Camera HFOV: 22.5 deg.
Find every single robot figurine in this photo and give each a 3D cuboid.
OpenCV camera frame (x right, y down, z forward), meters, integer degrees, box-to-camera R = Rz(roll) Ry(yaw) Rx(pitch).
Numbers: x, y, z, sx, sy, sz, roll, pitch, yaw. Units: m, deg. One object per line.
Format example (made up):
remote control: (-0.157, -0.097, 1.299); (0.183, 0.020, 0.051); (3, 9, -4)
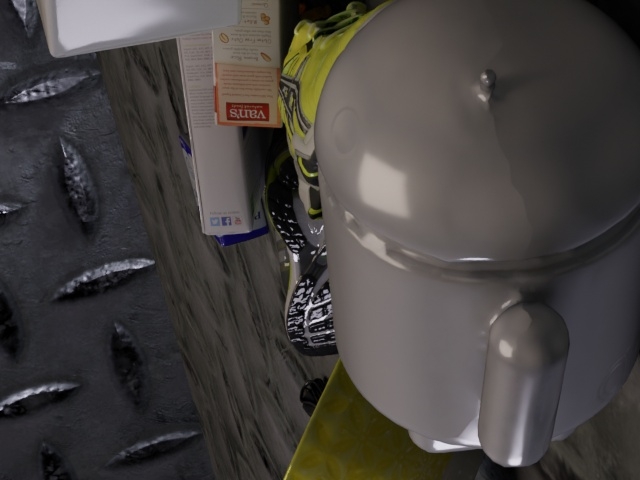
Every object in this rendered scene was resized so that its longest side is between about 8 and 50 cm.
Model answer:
robot figurine: (0.101, -0.014, 0.975); (0.353, 0.200, 0.300); (84, 177, -49)

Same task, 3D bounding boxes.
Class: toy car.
toy car: (-0.029, -0.246, 1.594); (0.122, 0.041, 0.060); (-145, 38, -71)

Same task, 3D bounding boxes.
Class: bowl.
bowl: (0.065, 0.201, 1.507); (0.156, 0.289, 0.289); (26, 160, 4)

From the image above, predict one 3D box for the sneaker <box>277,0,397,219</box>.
sneaker: (0.021, -0.126, 1.307); (0.384, 0.145, 0.147); (126, 124, -74)

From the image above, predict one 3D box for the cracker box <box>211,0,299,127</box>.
cracker box: (-0.058, -0.238, 1.447); (0.155, 0.067, 0.232); (-81, -9, -59)

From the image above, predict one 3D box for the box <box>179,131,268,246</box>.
box: (-0.137, -0.080, 2.271); (0.126, 0.072, 0.137); (-129, 23, -60)

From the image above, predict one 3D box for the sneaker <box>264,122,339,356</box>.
sneaker: (0.000, 0.000, 1.753); (0.121, 0.111, 0.300); (-102, 5, -53)

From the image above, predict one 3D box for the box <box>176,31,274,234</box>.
box: (-0.100, -0.197, 1.669); (0.232, 0.059, 0.322); (-78, -15, -65)

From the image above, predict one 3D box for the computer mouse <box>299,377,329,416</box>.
computer mouse: (0.026, 0.333, 2.184); (0.188, 0.072, 0.272); (-145, 38, -69)

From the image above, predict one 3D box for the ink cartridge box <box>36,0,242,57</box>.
ink cartridge box: (-0.182, -0.382, 1.266); (0.279, 0.160, 0.384); (94, 159, -52)

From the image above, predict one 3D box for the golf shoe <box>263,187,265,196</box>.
golf shoe: (-0.008, -0.002, 1.879); (0.086, 0.069, 0.176); (21, -130, -79)
